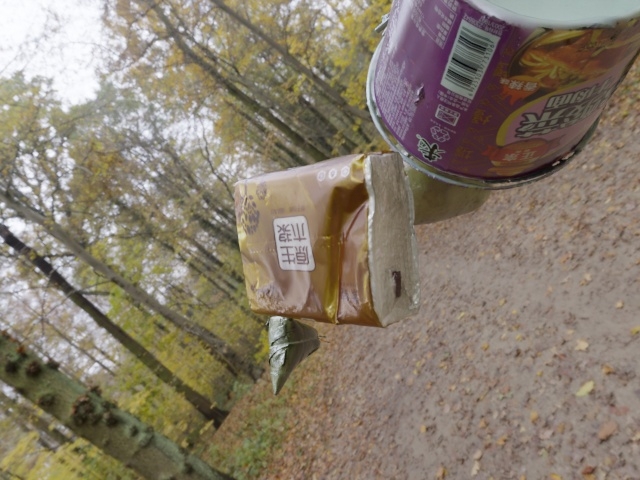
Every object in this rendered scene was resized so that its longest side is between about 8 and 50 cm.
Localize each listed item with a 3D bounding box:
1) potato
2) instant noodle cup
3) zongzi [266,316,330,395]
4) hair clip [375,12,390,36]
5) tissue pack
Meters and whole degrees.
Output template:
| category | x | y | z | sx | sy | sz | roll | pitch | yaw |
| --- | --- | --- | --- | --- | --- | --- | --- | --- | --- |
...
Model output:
| category | x | y | z | sx | sy | sz | roll | pitch | yaw |
| --- | --- | --- | --- | --- | --- | --- | --- | --- | --- |
| potato | 0.219 | -0.125 | 0.899 | 0.307 | 0.210 | 0.173 | -17 | -55 | -40 |
| instant noodle cup | 0.224 | -0.263 | 0.508 | 0.340 | 0.339 | 0.266 | -52 | -14 | -10 |
| zongzi | -0.035 | 0.206 | 0.746 | 0.062 | 0.154 | 0.131 | -19 | 58 | 25 |
| hair clip | 0.150 | -0.440 | 0.823 | 0.115 | 0.030 | 0.039 | -28 | 56 | 51 |
| tissue pack | 0.000 | 0.000 | 0.519 | 0.092 | 0.183 | 0.226 | -14 | 8 | -43 |
